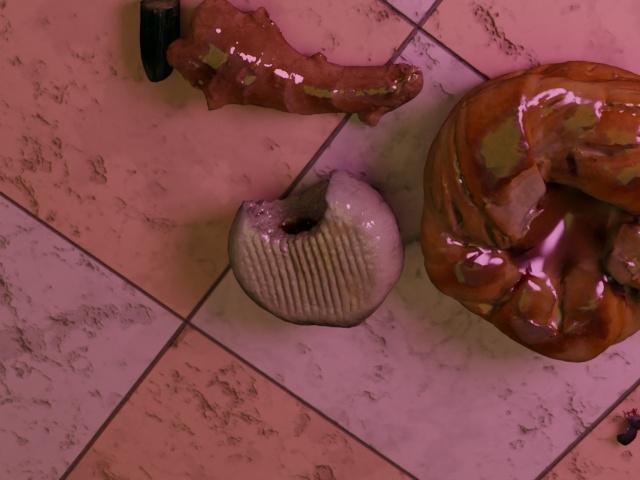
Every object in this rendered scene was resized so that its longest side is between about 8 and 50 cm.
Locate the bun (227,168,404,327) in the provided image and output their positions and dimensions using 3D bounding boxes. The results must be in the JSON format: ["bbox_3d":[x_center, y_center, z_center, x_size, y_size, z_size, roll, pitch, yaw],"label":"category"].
[{"bbox_3d":[0.000,0.000,1.526,0.212,0.126,0.204,13,117,11],"label":"bun"}]

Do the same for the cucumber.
[{"bbox_3d":[-0.186,-0.232,1.488,0.048,0.048,0.105,8,117,6],"label":"cucumber"}]

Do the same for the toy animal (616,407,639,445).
[{"bbox_3d":[0.400,0.228,1.624,0.050,0.028,0.084,40,117,-11],"label":"toy animal"}]

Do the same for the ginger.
[{"bbox_3d":[-0.028,-0.201,1.466,0.294,0.086,0.131,7,107,-3],"label":"ginger"}]

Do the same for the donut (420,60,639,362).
[{"bbox_3d":[0.276,-0.038,1.442,0.360,0.170,0.360,3,115,6],"label":"donut"}]
